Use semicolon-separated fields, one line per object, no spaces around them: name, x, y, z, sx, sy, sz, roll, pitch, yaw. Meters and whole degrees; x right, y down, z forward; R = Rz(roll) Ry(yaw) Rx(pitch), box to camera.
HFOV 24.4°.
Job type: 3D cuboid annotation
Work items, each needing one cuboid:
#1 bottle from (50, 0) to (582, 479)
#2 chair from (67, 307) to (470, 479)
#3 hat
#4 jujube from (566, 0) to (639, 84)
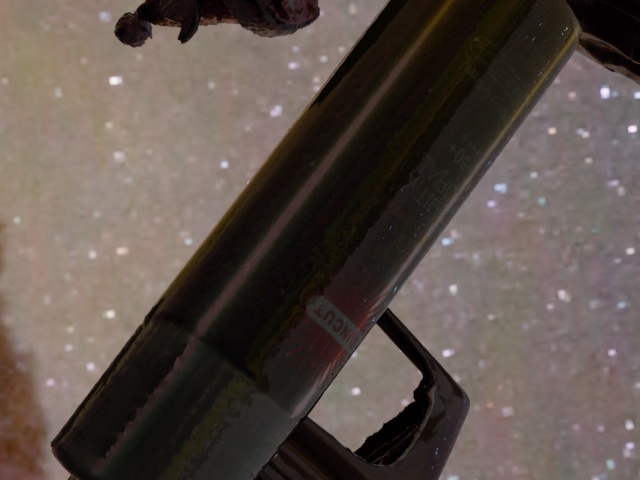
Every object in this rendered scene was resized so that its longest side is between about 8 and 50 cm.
bottle;0.000;0.000;0.638;0.286;0.082;0.082;-53;-152;-9
chair;0.029;0.177;0.871;0.326;0.175;0.183;41;-54;-6
hat;-0.107;-0.239;1.383;0.227;0.129;0.140;-14;-99;32
jujube;0.331;-0.232;1.273;0.376;0.258;0.258;23;-61;40
